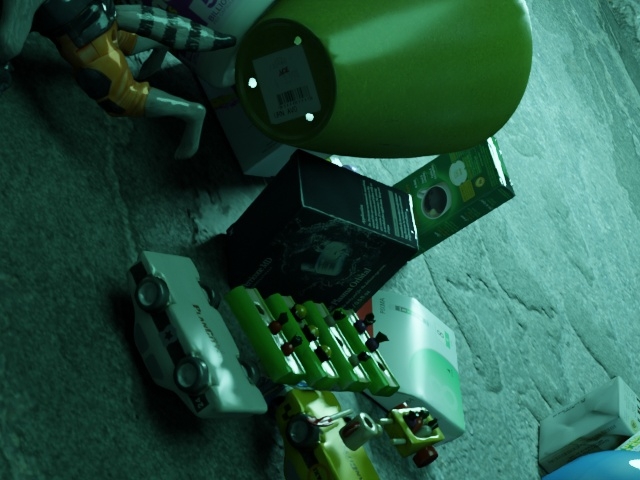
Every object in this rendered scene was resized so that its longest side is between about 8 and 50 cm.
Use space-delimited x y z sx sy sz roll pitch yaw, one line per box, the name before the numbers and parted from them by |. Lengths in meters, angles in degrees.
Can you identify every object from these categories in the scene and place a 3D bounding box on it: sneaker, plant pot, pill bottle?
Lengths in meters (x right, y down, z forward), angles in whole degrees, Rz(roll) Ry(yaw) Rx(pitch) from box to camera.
sneaker | -0.024 0.163 1.587 0.135 0.052 0.058 6 68 -35
plant pot | 0.048 -0.201 1.647 0.293 0.274 0.275 -24 80 -52
pill bottle | -0.181 -0.329 1.720 0.301 0.169 0.169 39 25 8

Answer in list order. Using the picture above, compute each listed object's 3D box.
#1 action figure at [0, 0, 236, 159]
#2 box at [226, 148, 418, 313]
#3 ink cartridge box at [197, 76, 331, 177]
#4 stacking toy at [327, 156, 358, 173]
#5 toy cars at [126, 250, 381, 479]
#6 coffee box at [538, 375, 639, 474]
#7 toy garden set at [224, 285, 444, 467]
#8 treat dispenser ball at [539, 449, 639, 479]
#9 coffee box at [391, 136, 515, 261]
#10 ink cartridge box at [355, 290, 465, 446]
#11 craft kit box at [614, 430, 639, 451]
action figure | -0.264 -0.267 1.546 0.330 0.178 0.341 36 29 -37
box | 0.000 0.000 1.664 0.158 0.156 0.093 21 42 -27
ink cartridge box | -0.054 -0.184 1.854 0.128 0.127 0.176 3 58 -59
stacking toy | 0.021 -0.110 1.984 0.167 0.052 0.221 -4 62 -61
toy cars | -0.065 0.178 1.472 0.393 0.087 0.176 45 23 -14
coffee box | 0.435 0.329 2.072 0.246 0.141 0.098 45 28 -18
toy garden set | 0.030 0.137 1.534 0.244 0.049 0.204 16 38 -59
treat dispenser ball | 0.348 0.385 1.691 0.288 0.288 0.288 40 30 -29
coffee box | 0.172 -0.063 2.035 0.040 0.184 0.113 34 31 -42
ink cartridge box | 0.085 0.126 1.817 0.224 0.056 0.181 42 29 -30
craft kit box | 0.464 0.377 1.961 0.246 0.061 0.250 -31 101 -31
